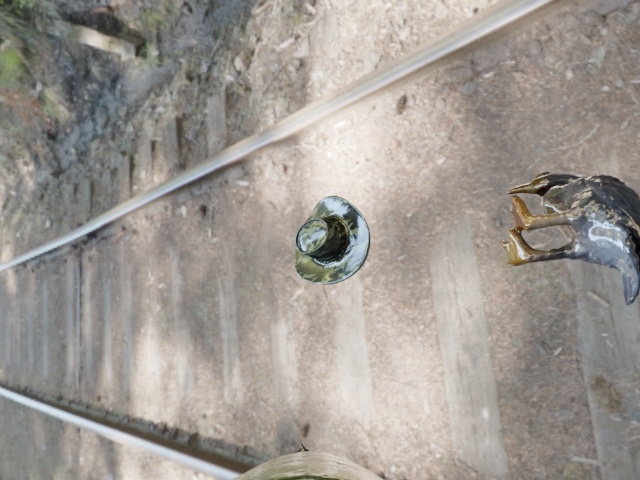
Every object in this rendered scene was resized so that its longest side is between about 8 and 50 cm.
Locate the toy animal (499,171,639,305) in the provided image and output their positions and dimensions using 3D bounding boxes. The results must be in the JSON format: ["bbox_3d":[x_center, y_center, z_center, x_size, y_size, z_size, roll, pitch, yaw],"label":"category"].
[{"bbox_3d":[0.361,-0.023,0.817,0.298,0.185,0.122,-130,31,-64],"label":"toy animal"}]

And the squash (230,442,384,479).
[{"bbox_3d":[-0.009,0.321,0.507,0.384,0.262,0.263,91,168,-73],"label":"squash"}]

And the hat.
[{"bbox_3d":[0.000,0.000,0.720,0.121,0.050,0.121,-8,78,39],"label":"hat"}]
